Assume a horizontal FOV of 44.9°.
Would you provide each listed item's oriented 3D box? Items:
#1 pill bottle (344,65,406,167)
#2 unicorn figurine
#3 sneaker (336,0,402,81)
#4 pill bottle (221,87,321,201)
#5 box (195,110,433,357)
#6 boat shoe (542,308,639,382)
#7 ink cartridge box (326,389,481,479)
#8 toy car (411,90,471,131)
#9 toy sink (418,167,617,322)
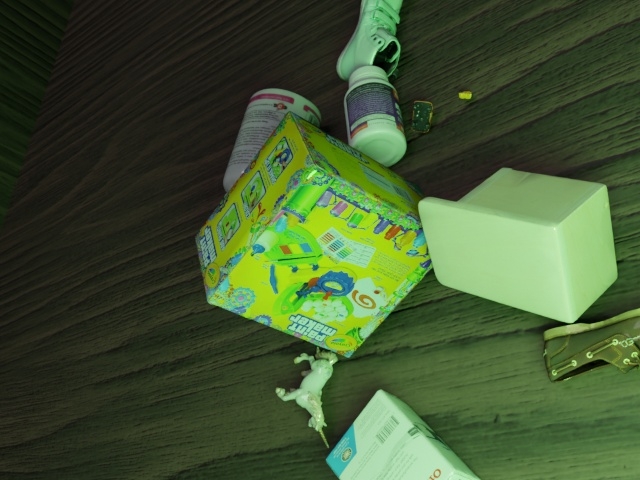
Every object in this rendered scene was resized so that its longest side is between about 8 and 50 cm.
[{"bbox_3d":[0.101,-0.242,1.487,0.108,0.108,0.194,-28,48,29],"label":"pill bottle"},{"bbox_3d":[-0.018,0.254,1.314,0.111,0.060,0.162,2,66,46],"label":"unicorn figurine"},{"bbox_3d":[0.140,-0.437,1.587,0.151,0.094,0.256,28,95,56],"label":"sneaker"},{"bbox_3d":[-0.107,-0.154,1.596,0.160,0.160,0.283,-5,61,43],"label":"pill bottle"},{"bbox_3d":[0.000,0.000,1.248,0.279,0.290,0.177,-50,35,20],"label":"box"},{"bbox_3d":[0.383,0.136,0.990,0.207,0.073,0.073,-25,51,41],"label":"boat shoe"},{"bbox_3d":[0.115,0.332,1.114,0.140,0.082,0.190,-53,41,4],"label":"ink cartridge box"},{"bbox_3d":[0.227,-0.238,1.431,0.122,0.060,0.040,-8,14,23],"label":"toy car"},{"bbox_3d":[0.278,-0.006,1.094,0.131,0.153,0.234,-35,31,-30],"label":"toy sink"}]
